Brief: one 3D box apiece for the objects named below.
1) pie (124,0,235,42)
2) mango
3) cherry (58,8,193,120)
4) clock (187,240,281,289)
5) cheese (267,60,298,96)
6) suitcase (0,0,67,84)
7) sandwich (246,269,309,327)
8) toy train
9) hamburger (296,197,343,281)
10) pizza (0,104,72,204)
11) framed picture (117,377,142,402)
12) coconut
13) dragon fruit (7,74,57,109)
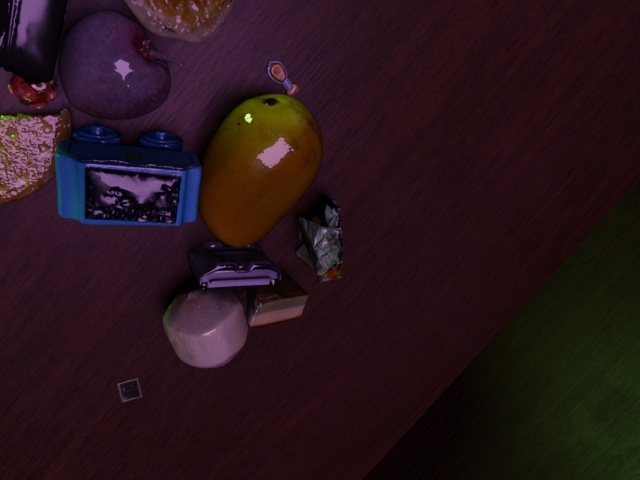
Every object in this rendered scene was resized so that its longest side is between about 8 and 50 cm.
[{"bbox_3d":[-0.305,-0.597,0.870,0.338,0.077,0.340,-18,117,-39],"label":"pie"},{"bbox_3d":[-0.171,-0.176,1.131,0.299,0.232,0.446,13,119,-38],"label":"mango"},{"bbox_3d":[-0.436,-0.370,0.897,0.265,0.184,0.213,-29,113,4],"label":"cherry"},{"bbox_3d":[-0.256,0.070,1.246,0.253,0.186,0.084,0,111,-29],"label":"clock"},{"bbox_3d":[-0.103,-0.444,1.143,0.047,0.017,0.111,-45,129,4],"label":"cheese"},{"bbox_3d":[-0.514,-0.447,0.710,0.188,0.345,0.340,7,112,-39],"label":"suitcase"},{"bbox_3d":[-0.178,0.176,1.346,0.220,0.186,0.108,-4,121,-48],"label":"sandwich"},{"bbox_3d":[-0.433,-0.149,0.973,0.300,0.265,0.188,0,120,-27],"label":"toy train"},{"bbox_3d":[-0.005,-0.005,1.341,0.150,0.260,0.276,0,84,-2],"label":"hamburger"},{"bbox_3d":[-0.688,-0.205,0.933,0.197,0.058,0.292,36,94,-37],"label":"pizza"},{"bbox_3d":[-0.637,0.500,1.393,0.066,0.007,0.089,-10,121,-24],"label":"framed picture"},{"bbox_3d":[-0.344,0.241,1.264,0.244,0.245,0.248,-15,122,-21],"label":"coconut"},{"bbox_3d":[-0.604,-0.321,0.878,0.086,0.116,0.081,-36,123,-17],"label":"dragon fruit"}]
